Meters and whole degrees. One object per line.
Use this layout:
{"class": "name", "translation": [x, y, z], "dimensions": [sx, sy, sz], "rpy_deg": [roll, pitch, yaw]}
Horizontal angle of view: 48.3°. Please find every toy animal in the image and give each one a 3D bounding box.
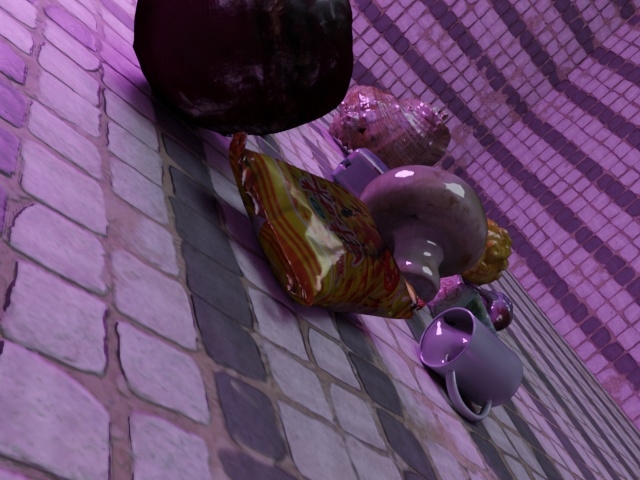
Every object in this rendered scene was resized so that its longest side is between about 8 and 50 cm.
{"class": "toy animal", "translation": [0.392, 0.153, 1.655], "dimensions": [0.324, 0.090, 0.195], "rpy_deg": [31, 16, -47]}

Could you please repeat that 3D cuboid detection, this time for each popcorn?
{"class": "popcorn", "translation": [0.352, 0.019, 1.789], "dimensions": [0.233, 0.192, 0.266], "rpy_deg": [19, 3, -33]}

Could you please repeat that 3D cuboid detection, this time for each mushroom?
{"class": "mushroom", "translation": [0.167, -0.001, 1.238], "dimensions": [0.243, 0.243, 0.243], "rpy_deg": [43, 14, -13]}

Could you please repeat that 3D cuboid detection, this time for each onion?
{"class": "onion", "translation": [-0.123, -0.274, 0.969], "dimensions": [0.337, 0.260, 0.282], "rpy_deg": [49, -26, 47]}

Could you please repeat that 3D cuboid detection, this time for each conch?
{"class": "conch", "translation": [0.174, -0.278, 1.979], "dimensions": [0.352, 0.210, 0.297], "rpy_deg": [14, -45, 42]}

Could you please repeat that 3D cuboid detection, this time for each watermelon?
{"class": "watermelon", "translation": [0.262, 0.119, 1.405], "dimensions": [0.154, 0.094, 0.241], "rpy_deg": [47, 8, -34]}

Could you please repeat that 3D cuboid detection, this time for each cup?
{"class": "cup", "translation": [0.212, 0.188, 1.041], "dimensions": [0.133, 0.136, 0.099], "rpy_deg": [40, -19, -28]}

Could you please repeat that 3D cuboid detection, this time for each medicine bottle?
{"class": "medicine bottle", "translation": [0.104, -0.144, 1.622], "dimensions": [0.119, 0.094, 0.188], "rpy_deg": [46, 14, 1]}

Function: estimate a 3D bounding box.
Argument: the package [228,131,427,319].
{"class": "package", "translation": [0.002, 0.005, 0.868], "dimensions": [0.288, 0.108, 0.223], "rpy_deg": [16, 38, -51]}
